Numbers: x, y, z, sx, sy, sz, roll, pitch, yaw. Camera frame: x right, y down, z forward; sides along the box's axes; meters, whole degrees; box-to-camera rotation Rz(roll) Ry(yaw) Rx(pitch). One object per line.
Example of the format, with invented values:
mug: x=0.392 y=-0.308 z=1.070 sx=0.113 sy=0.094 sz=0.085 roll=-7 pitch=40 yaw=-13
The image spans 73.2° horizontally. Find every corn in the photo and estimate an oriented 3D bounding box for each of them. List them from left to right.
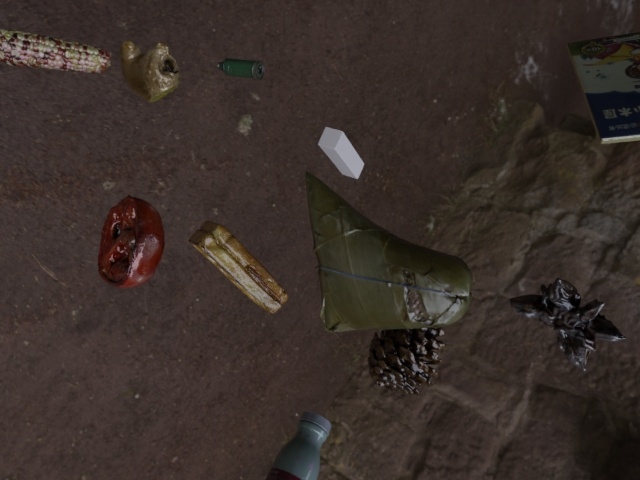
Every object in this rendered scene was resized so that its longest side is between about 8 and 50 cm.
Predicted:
corn: x=-0.724 y=-0.504 z=1.171 sx=0.281 sy=0.092 sz=0.092 roll=2 pitch=106 yaw=-24

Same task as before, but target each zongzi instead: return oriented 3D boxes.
zongzi: x=0.140 y=0.009 z=0.955 sx=0.174 sy=0.356 sz=0.392 roll=-18 pitch=99 yaw=-58

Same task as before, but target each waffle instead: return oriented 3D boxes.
waffle: x=-0.258 y=0.083 z=1.359 sx=0.098 sy=0.224 sz=0.327 roll=-48 pitch=112 yaw=-13

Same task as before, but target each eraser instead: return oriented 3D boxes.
eraser: x=0.088 y=-0.340 z=1.707 sx=0.076 sy=0.078 sz=0.298 roll=-66 pitch=155 yaw=-5

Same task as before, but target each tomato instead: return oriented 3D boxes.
tomato: x=-0.444 y=0.009 z=1.038 sx=0.101 sy=0.228 sz=0.227 roll=8 pitch=100 yaw=-45

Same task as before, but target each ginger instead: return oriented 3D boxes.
ginger: x=-0.589 y=-0.583 z=1.468 sx=0.130 sy=0.276 sz=0.221 roll=-36 pitch=101 yaw=-44

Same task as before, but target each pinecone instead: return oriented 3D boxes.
pinecone: x=0.210 y=0.277 z=1.069 sx=0.179 sy=0.184 sz=0.204 roll=53 pitch=54 yaw=-36

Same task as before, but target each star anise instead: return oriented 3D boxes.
star anise: x=0.596 y=0.190 z=1.041 sx=0.129 sy=0.212 sz=0.282 roll=-35 pitch=169 yaw=-14

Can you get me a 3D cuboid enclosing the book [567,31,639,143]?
book: x=0.626 y=-0.308 z=0.824 sx=0.018 sy=0.229 sz=0.322 roll=66 pitch=26 yaw=-49

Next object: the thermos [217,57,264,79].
thermos: x=-0.331 y=-0.714 z=1.771 sx=0.073 sy=0.188 sz=0.083 roll=27 pitch=74 yaw=-77

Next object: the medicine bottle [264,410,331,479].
medicine bottle: x=-0.049 y=0.445 z=0.831 sx=0.216 sy=0.091 sz=0.090 roll=-59 pitch=143 yaw=-40

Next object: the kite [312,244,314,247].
kite: x=0.000 y=0.004 z=1.534 sx=0.078 sy=0.002 sz=0.044 roll=-30 pitch=146 yaw=-35
